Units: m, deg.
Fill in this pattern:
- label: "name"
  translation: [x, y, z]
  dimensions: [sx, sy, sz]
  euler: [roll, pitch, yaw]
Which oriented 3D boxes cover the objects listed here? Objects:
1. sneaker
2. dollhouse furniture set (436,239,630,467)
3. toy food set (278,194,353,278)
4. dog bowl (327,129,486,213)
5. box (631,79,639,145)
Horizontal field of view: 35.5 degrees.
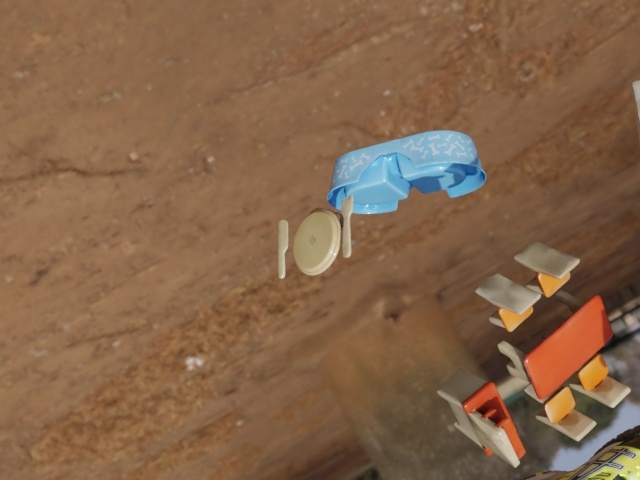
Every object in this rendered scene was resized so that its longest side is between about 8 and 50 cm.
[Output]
- label: "sneaker"
  translation: [0.461, 0.400, 1.553]
  dimensions: [0.385, 0.145, 0.147]
  euler: [-26, -175, 1]
- label: "dollhouse furniture set"
  translation: [0.303, 0.179, 1.367]
  dimensions: [0.259, 0.262, 0.135]
  euler: [-38, -149, -16]
- label: "toy food set"
  translation: [0.000, 0.000, 1.802]
  dimensions: [0.039, 0.132, 0.192]
  euler: [18, 155, -40]
- label: "dog bowl"
  translation: [0.151, -0.124, 1.818]
  dimensions: [0.297, 0.074, 0.166]
  euler: [-13, 158, 27]
- label: "box"
  translation: [0.543, -0.136, 1.192]
  dimensions: [0.311, 0.148, 0.121]
  euler: [-11, 134, 17]
